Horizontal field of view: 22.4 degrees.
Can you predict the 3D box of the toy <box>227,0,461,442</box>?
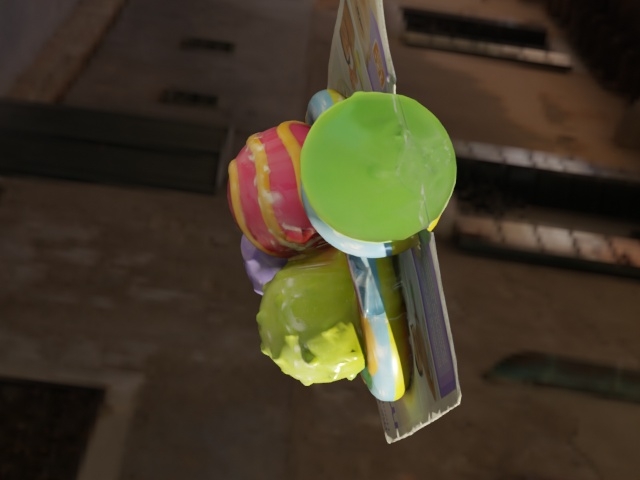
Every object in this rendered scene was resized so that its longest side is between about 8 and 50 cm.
[{"bbox_3d":[0.000,0.000,0.549,0.237,0.056,0.137,119,-40,-78],"label":"toy"}]
